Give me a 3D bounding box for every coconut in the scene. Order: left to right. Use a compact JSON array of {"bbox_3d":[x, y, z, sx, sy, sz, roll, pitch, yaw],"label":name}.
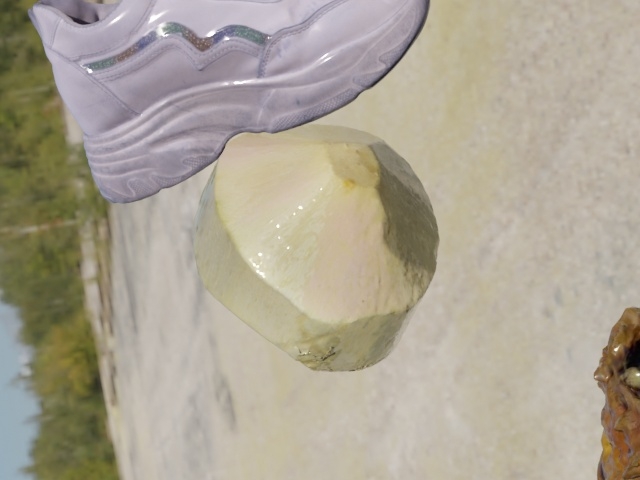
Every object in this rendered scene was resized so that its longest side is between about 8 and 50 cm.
[{"bbox_3d":[0.000,0.000,1.251,0.259,0.259,0.259,170,90,-78],"label":"coconut"}]

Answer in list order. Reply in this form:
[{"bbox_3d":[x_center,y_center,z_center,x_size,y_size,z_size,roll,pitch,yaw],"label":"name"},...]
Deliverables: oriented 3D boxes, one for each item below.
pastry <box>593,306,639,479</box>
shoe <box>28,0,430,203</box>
[{"bbox_3d":[0.411,0.141,1.017,0.405,0.292,0.337,10,100,41],"label":"pastry"},{"bbox_3d":[-0.058,-0.128,0.782,0.137,0.245,0.095,60,-165,-24],"label":"shoe"}]
